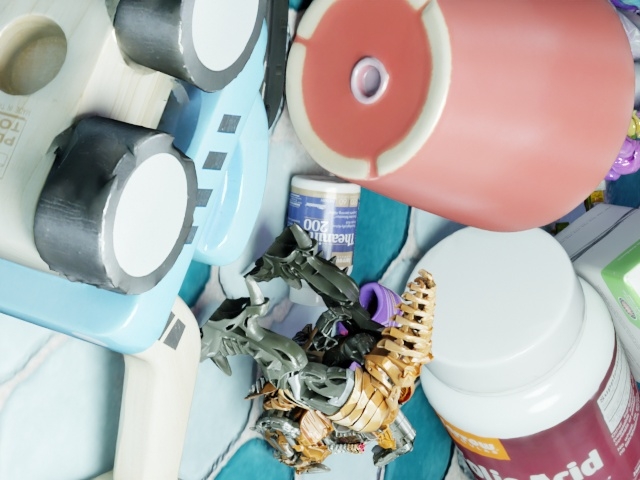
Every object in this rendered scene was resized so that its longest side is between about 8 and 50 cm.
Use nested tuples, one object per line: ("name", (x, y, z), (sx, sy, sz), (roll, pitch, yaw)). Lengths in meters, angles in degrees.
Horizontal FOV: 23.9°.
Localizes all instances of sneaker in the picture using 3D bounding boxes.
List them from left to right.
("sneaker", (0.035, 0.119, 1.555), (0.071, 0.068, 0.170), (41, 55, -37))

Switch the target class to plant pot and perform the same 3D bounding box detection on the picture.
("plant pot", (0.117, -0.144, 1.425), (0.243, 0.275, 0.275), (2, 98, -48))

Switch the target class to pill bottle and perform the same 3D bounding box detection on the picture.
("pill bottle", (0.000, 0.000, 1.442), (0.067, 0.067, 0.120), (-7, 105, -56))
("pill bottle", (0.242, 0.167, 1.721), (0.224, 0.224, 0.392), (-61, 143, -25))

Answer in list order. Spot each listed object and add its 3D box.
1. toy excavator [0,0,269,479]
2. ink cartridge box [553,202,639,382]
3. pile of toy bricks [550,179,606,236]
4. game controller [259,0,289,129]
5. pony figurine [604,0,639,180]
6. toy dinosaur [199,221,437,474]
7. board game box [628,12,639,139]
("toy excavator", (-0.145, 0.016, 1.122), (0.433, 0.222, 0.445), (-70, 155, -12))
("ink cartridge box", (0.384, 0.071, 1.732), (0.115, 0.273, 0.198), (-38, 102, -6))
("pile of toy bricks", (0.315, 0.024, 1.926), (0.105, 0.118, 0.212), (61, 26, -88))
("game controller", (-0.088, -0.233, 1.257), (0.166, 0.067, 0.319), (-5, 104, -42))
("pony figurine", (0.372, -0.175, 1.769), (0.351, 0.363, 0.303), (-29, 132, -31))
("toy dinosaur", (0.016, 0.100, 1.345), (0.322, 0.218, 0.164), (-48, -178, 32))
("board game box", (0.418, -0.221, 2.042), (0.181, 0.043, 0.092), (-65, 144, -22))
